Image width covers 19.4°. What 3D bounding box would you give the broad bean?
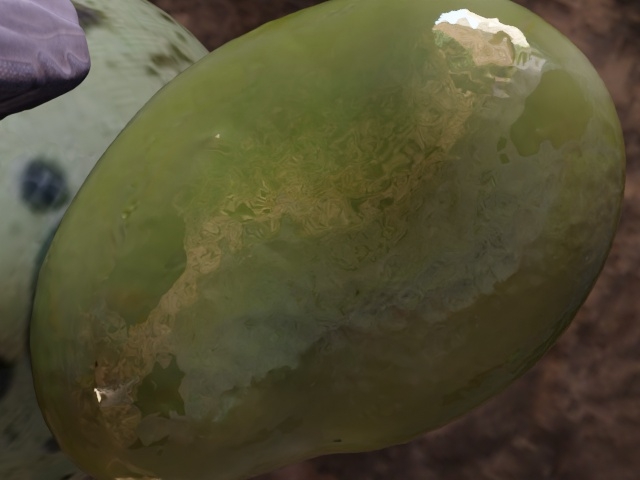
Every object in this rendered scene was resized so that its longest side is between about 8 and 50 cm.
[{"bbox_3d":[0.000,0.000,0.781,0.263,0.189,0.121,-30,-16,2],"label":"broad bean"}]

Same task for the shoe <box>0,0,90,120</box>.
[{"bbox_3d":[-0.170,-0.107,0.596,0.245,0.095,0.138,9,-105,-56],"label":"shoe"}]

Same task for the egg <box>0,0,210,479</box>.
[{"bbox_3d":[-0.177,-0.003,0.979,0.379,0.287,0.288,-45,-28,-71],"label":"egg"}]
